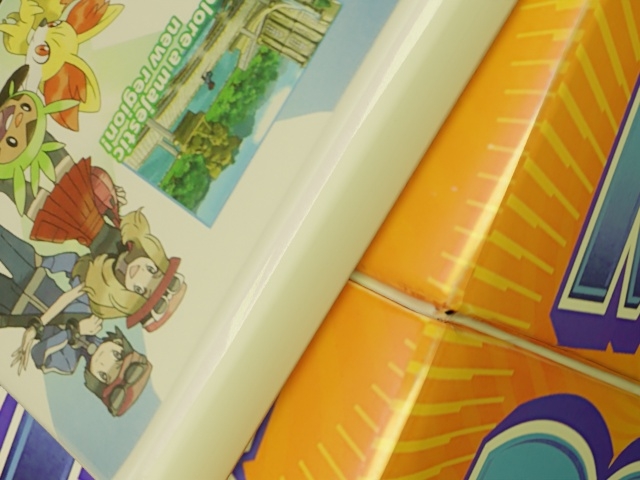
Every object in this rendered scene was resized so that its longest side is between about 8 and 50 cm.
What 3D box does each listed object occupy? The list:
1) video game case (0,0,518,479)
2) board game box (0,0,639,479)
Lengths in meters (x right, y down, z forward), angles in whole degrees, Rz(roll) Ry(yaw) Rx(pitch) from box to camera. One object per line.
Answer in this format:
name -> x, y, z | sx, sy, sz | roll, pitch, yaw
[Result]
video game case -> -0.054, -0.135, 0.415 | 0.300, 0.036, 0.329 | 35, 96, 36
board game box -> 0.000, 0.000, 0.582 | 0.356, 0.356, 0.356 | 26, 92, 36
